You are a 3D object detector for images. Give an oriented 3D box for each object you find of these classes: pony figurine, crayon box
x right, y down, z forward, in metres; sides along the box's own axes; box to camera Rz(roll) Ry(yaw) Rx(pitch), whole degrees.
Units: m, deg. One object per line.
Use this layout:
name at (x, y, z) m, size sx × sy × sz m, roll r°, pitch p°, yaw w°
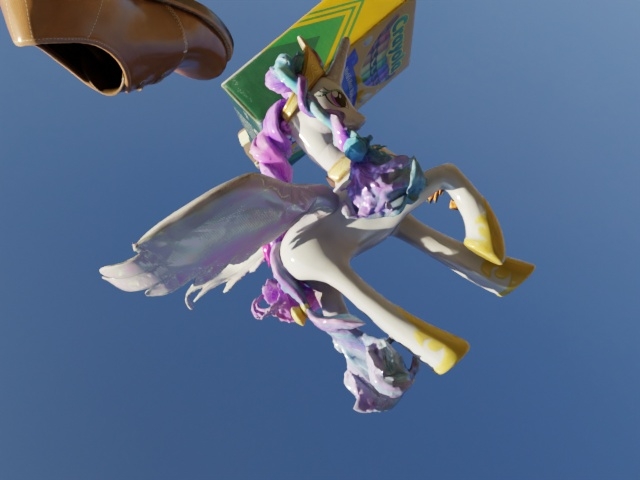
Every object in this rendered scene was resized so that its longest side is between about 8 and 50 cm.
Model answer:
pony figurine at (0.000, 0.000, 0.690) m, size 0.351 × 0.303 × 0.363 m, roll -43°, pitch -94°, yaw -2°
crayon box at (0.027, -0.254, 0.917) m, size 0.323 × 0.203 × 0.083 m, roll -42°, pitch -103°, yaw -5°

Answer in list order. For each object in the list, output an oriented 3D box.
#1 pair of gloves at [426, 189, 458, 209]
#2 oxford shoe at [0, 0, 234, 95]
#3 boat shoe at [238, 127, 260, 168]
pair of gloves at (0.251, -0.098, 1.275) m, size 0.083 × 0.074 × 0.010 m, roll 12°, pitch -150°, yaw -3°
oxford shoe at (-0.123, -0.127, 0.418) m, size 0.076 × 0.076 × 0.212 m, roll -1°, pitch -179°, yaw 22°
boat shoe at (-0.054, -0.189, 1.145) m, size 0.095 × 0.257 × 0.095 m, roll -20°, pitch -88°, yaw -31°
